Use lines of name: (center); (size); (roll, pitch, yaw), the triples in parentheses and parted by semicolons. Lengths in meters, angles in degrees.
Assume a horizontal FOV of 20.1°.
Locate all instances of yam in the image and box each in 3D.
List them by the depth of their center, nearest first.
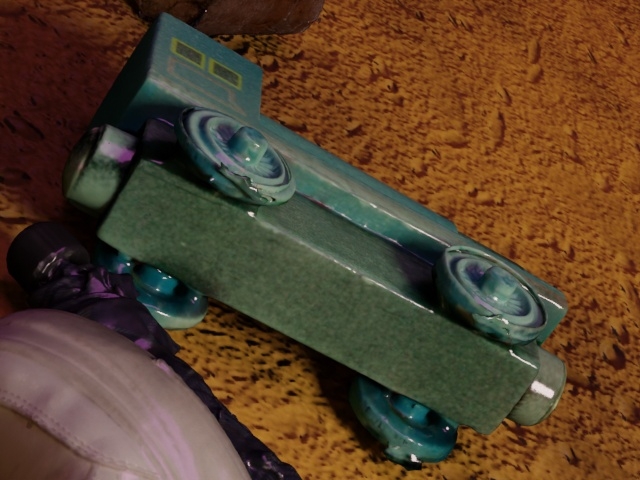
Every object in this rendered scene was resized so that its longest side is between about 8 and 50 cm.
yam: (-0.059, -0.178, 1.250); (0.079, 0.079, 0.141); (49, 28, 23)

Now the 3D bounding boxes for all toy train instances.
toy train: (0.000, 0.000, 1.006); (0.298, 0.120, 0.194); (29, 24, -15)

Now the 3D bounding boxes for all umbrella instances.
umbrella: (-0.085, 0.074, 0.848); (0.224, 0.071, 0.080); (48, -11, 30)

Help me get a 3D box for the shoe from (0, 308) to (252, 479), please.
shoe: (-0.076, 0.169, 0.659); (0.316, 0.124, 0.159); (47, 36, 19)
